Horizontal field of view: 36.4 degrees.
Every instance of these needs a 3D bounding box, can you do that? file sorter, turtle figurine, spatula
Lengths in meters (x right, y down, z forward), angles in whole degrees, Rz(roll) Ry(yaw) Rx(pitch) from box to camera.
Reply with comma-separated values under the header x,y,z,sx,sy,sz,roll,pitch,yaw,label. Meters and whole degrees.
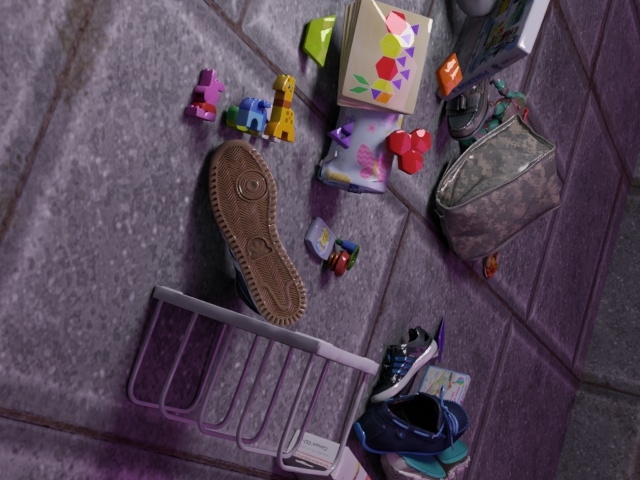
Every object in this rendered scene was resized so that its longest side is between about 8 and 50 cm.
x,y,z,sx,sy,sz,roll,pitch,yaw,label
-0.101,0.196,1.362,0.193,0.278,0.173,32,76,-59,file sorter
0.411,-0.306,2.257,0.234,0.118,0.175,-36,131,-43,turtle figurine
0.238,0.283,2.237,0.296,0.030,0.084,-43,138,-46,spatula

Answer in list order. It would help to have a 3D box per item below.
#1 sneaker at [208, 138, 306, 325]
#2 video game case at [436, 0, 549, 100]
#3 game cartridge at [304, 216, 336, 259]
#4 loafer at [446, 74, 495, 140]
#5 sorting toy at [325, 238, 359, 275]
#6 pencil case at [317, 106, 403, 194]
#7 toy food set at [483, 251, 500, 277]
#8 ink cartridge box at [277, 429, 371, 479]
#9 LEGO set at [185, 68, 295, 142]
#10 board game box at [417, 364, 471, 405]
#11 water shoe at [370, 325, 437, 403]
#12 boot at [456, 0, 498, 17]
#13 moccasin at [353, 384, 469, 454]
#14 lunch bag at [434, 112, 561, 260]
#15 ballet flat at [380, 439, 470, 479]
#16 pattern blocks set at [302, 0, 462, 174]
x,y,z,sx,sy,sz,roll,pitch,yaw,label
-0.102,-0.006,1.468,0.153,0.099,0.282,153,-81,-81,sneaker
0.378,-0.468,1.995,0.036,0.300,0.329,30,69,-17,video game case
0.000,0.000,1.731,0.056,0.017,0.083,-65,148,-16,game cartridge
0.319,-0.336,2.110,0.084,0.096,0.267,54,44,-42,loafer
0.038,0.027,1.792,0.102,0.042,0.061,-34,145,-67,sorting toy
0.081,-0.213,1.698,0.113,0.124,0.273,81,23,-88,pencil case
0.447,0.056,2.537,0.082,0.020,0.083,-47,138,-44,toy food set
0.009,0.416,1.792,0.067,0.115,0.198,-62,148,-25,ink cartridge box
-0.089,-0.203,1.428,0.227,0.087,0.093,10,92,-62,LEGO set
0.274,0.374,2.260,0.154,0.103,0.026,-65,148,-23,board game box
0.161,0.263,2.075,0.203,0.073,0.080,-41,94,-30,water shoe
0.235,-0.552,1.880,0.223,0.118,0.338,-45,131,-35,boot
0.221,0.385,2.058,0.342,0.137,0.117,0,139,-50,moccasin
0.384,-0.104,2.203,0.287,0.169,0.235,-36,145,-6,lunch bag
0.226,0.523,2.214,0.409,0.147,0.147,16,86,-60,ballet flat
0.104,-0.300,1.625,0.285,0.026,0.324,21,85,-20,pattern blocks set
